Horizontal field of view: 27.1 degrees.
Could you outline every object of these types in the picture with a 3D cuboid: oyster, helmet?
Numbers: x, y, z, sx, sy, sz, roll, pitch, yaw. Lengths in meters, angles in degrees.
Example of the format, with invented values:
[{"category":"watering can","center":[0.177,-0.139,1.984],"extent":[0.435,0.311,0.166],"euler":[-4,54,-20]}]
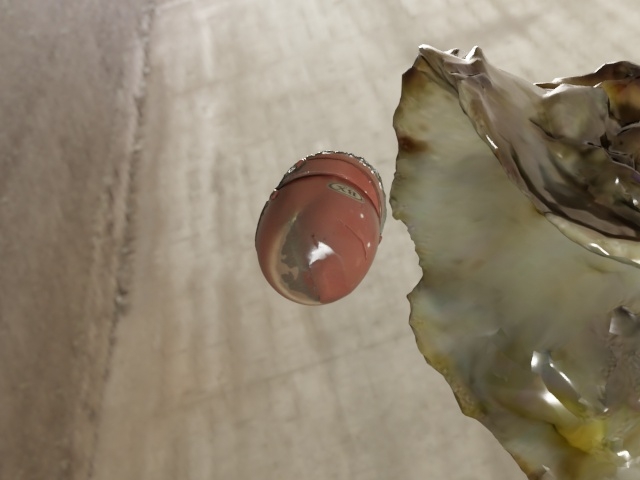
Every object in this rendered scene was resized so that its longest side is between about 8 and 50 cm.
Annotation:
[{"category":"oyster","center":[0.175,0.081,0.417],"extent":[0.396,0.111,0.204],"euler":[34,-28,0]},{"category":"helmet","center":[0.001,-0.001,0.681],"extent":[0.049,0.065,0.084],"euler":[-90,-159,-66]}]
